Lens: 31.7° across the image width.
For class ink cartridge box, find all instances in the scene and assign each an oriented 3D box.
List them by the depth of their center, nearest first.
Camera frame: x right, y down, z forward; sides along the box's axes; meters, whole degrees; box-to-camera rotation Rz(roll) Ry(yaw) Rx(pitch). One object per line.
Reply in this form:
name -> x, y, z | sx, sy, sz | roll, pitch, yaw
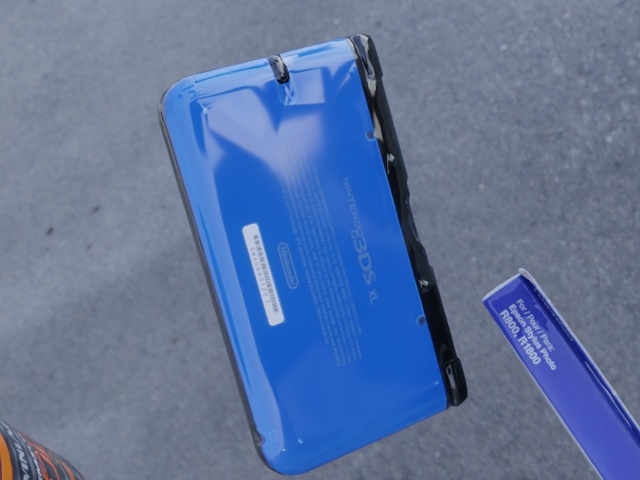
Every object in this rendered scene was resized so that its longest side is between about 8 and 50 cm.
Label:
ink cartridge box -> 0.206, 0.129, 0.883 | 0.045, 0.224, 0.223 | -35, 77, 5

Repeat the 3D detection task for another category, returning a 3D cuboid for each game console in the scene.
game console -> 0.000, 0.000, 0.893 | 0.250, 0.293, 0.173 | -19, 6, -26

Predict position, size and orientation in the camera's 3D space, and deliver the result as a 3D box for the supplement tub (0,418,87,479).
supplement tub -> -0.180, 0.129, 0.529 | 0.106, 0.198, 0.106 | -4, 66, 8
